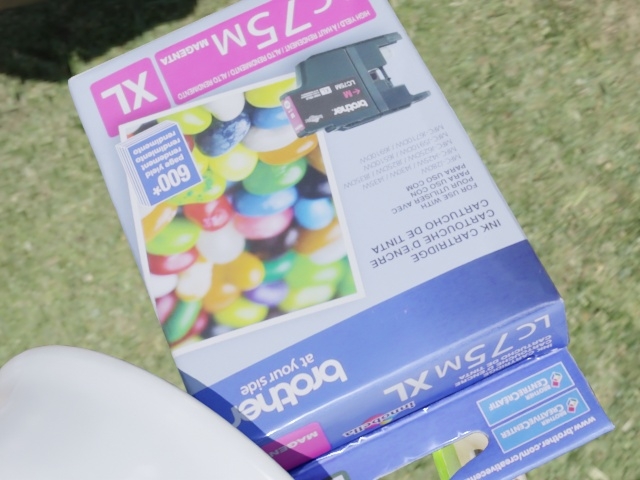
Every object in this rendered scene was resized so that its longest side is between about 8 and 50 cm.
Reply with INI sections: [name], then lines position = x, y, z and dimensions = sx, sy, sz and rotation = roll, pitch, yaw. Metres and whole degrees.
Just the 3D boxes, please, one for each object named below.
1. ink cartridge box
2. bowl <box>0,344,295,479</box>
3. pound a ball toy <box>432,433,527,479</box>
[ink cartridge box]
position = 0.000, 0.000, 0.718
dimensions = 0.186, 0.065, 0.311
rotation = -25, 60, -1
[bowl]
position = -0.102, 0.207, 0.680
dimensions = 0.298, 0.134, 0.297
rotation = 27, 139, 26
[pound a ball toy]
position = 0.193, 0.285, 1.480
dimensions = 0.136, 0.208, 0.319
rotation = 4, 133, 30
